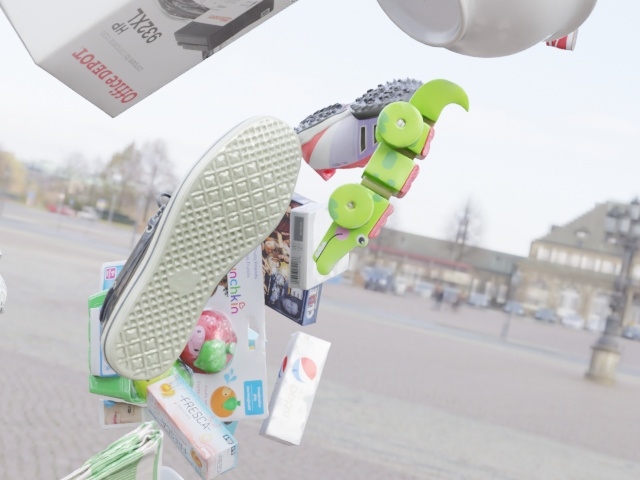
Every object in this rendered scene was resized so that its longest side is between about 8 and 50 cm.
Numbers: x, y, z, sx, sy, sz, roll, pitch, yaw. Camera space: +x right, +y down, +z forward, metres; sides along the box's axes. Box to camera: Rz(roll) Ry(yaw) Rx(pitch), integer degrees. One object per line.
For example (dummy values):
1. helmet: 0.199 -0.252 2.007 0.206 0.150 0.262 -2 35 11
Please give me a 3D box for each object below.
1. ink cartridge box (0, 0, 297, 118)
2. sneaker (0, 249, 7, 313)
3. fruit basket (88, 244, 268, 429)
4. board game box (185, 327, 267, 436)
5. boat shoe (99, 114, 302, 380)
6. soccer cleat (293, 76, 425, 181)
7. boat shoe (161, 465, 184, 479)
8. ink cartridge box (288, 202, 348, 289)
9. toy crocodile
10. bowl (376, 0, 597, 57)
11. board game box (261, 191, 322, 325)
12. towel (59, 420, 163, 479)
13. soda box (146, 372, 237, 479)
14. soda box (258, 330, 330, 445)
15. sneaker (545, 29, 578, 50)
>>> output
1. ink cartridge box: -0.131 -0.265 0.997 0.307 0.129 0.223 -32 -8 2
2. sneaker: -0.489 0.084 1.509 0.091 0.094 0.258 11 40 -22
3. fruit basket: -0.268 0.180 1.993 0.353 0.327 0.165 -8 -12 26
4. board game box: -0.282 0.266 2.374 0.079 0.254 0.336 11 13 -44
5. boat shoe: -0.213 0.000 1.795 0.186 0.500 0.156 34 -4 -28
6. soccer cleat: 0.078 -0.182 1.782 0.318 0.116 0.108 -14 23 49
7. boat shoe: -0.219 0.504 1.824 0.095 0.258 0.084 -31 -14 6
8. ink cartridge box: 0.000 0.000 1.956 0.045 0.146 0.179 8 14 23
9. toy crocodile: 0.094 -0.093 1.547 0.105 0.341 0.115 32 -2 2
10. bowl: 0.141 -0.301 1.143 0.298 0.134 0.298 39 -22 19
11. board game box: -0.059 0.029 2.155 0.165 0.243 0.042 26 25 39
12. towel: -0.357 0.405 1.487 0.324 0.248 0.038 -31 60 -32
13. soda box: -0.204 0.292 1.682 0.063 0.058 0.183 -22 46 -30
14. soda box: -0.051 0.295 2.127 0.073 0.216 0.069 22 -18 -12
15. sneaker: 0.465 -0.425 2.053 0.067 0.119 0.042 11 -5 25
